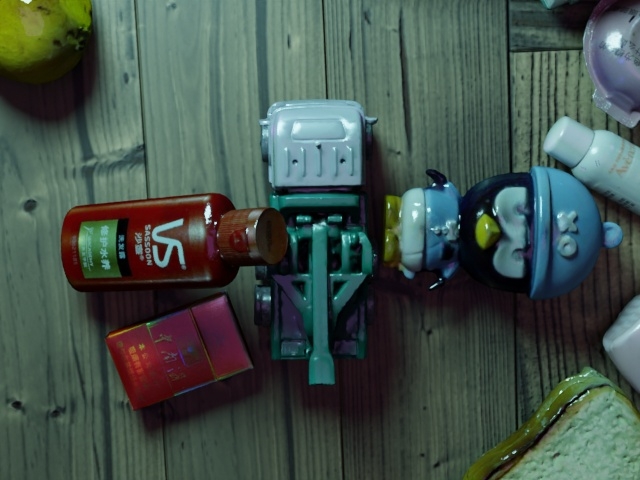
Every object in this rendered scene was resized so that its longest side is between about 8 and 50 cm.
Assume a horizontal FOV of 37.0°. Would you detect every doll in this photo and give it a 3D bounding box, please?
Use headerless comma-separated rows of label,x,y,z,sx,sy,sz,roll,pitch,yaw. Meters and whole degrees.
doll,0.239,-0.010,1.258,0.314,0.141,0.177,0,91,1

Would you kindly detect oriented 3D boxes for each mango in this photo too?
mango,-0.389,-0.324,1.200,0.167,0.130,0.262,-17,91,4

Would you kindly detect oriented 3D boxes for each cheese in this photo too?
cheese,0.453,-0.283,1.271,0.189,0.074,0.286,30,81,-8

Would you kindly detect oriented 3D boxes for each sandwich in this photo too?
sandwich,0.359,0.356,1.326,0.301,0.099,0.271,-44,92,6

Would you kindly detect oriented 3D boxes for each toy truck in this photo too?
toy truck,0.000,-0.003,1.232,0.176,0.178,0.363,-1,94,-2

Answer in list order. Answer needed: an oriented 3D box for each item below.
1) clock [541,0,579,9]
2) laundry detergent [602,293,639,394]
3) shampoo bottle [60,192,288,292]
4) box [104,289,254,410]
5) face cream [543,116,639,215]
clock,0.371,-0.453,1.214,0.262,0.116,0.231,-23,88,0
laundry detergent,0.549,0.209,1.322,0.335,0.088,0.159,44,92,-7
shampoo bottle,-0.190,0.004,1.194,0.314,0.076,0.118,-3,85,31
box,-0.190,0.150,1.300,0.175,0.048,0.112,-21,97,0
face cream,0.425,-0.081,1.287,0.269,0.082,0.082,28,94,-6
